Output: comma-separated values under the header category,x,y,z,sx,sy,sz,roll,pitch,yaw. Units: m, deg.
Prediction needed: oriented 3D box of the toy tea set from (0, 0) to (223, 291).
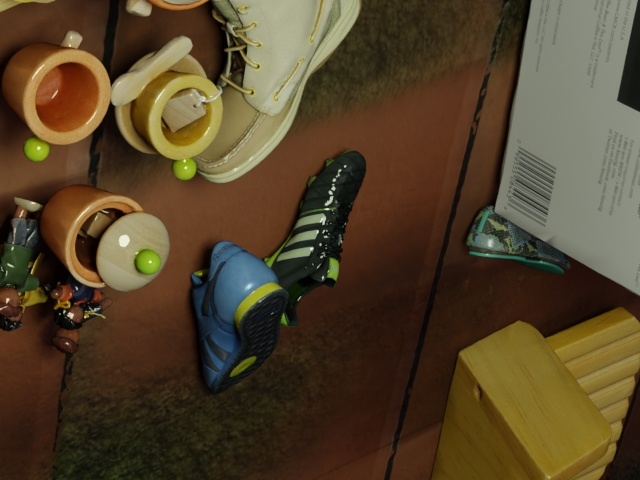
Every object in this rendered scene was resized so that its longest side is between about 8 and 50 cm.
category,x,y,z,sx,sy,sz,roll,pitch,yaw
toy tea set,-0.138,-0.118,1.381,0.200,0.124,0.336,-27,124,-28

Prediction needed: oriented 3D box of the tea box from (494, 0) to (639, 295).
category,x,y,z,sx,sy,sz,roll,pitch,yaw
tea box,0.380,-0.169,1.923,0.323,0.220,0.329,-21,131,-39

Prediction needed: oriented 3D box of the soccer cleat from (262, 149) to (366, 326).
category,x,y,z,sx,sy,sz,roll,pitch,yaw
soccer cleat,0.000,0.000,1.759,0.179,0.072,0.060,-57,146,5

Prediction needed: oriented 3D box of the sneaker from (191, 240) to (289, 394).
category,x,y,z,sx,sy,sz,roll,pitch,yaw
sneaker,-0.084,0.070,1.735,0.069,0.082,0.209,-33,160,-26

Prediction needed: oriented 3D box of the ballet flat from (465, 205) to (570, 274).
category,x,y,z,sx,sy,sz,roll,pitch,yaw
ballet flat,0.225,-0.003,2.042,0.188,0.070,0.070,13,109,-58

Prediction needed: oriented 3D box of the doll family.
category,x,y,z,sx,sy,sz,roll,pitch,yaw
doll family,-0.219,0.034,1.522,0.193,0.076,0.111,19,85,-50

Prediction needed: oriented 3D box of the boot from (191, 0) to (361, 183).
category,x,y,z,sx,sy,sz,roll,pitch,yaw
boot,-0.065,-0.165,1.534,0.213,0.077,0.165,-56,147,-7

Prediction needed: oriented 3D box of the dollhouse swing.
category,x,y,z,sx,sy,sz,roll,pitch,yaw
dollhouse swing,0.302,0.294,2.211,0.304,0.315,0.347,-7,127,-22
